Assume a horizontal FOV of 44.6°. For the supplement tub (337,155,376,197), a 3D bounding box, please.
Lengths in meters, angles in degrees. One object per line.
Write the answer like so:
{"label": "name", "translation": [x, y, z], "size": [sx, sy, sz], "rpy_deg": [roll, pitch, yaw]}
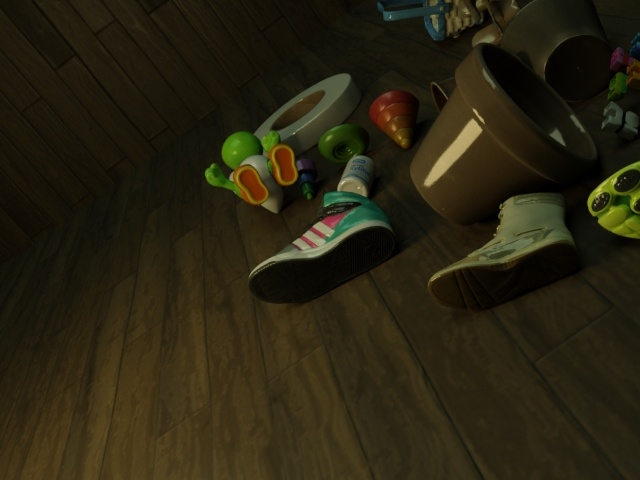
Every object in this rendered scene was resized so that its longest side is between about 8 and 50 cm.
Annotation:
{"label": "supplement tub", "translation": [0.081, -0.131, 1.707], "size": [0.071, 0.071, 0.107], "rpy_deg": [-24, 26, 29]}

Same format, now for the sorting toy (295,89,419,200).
{"label": "sorting toy", "translation": [0.087, -0.203, 1.848], "size": [0.366, 0.127, 0.126], "rpy_deg": [-31, 52, 23]}

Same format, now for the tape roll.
{"label": "tape roll", "translation": [-0.052, -0.369, 2.389], "size": [0.392, 0.072, 0.392], "rpy_deg": [-31, 23, 14]}

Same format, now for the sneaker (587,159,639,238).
{"label": "sneaker", "translation": [0.491, -0.094, 0.998], "size": [0.296, 0.109, 0.123], "rpy_deg": [-30, 0, 21]}

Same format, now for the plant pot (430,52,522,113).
{"label": "plant pot", "translation": [0.325, -0.268, 1.511], "size": [0.165, 0.166, 0.167], "rpy_deg": [-27, 22, 3]}

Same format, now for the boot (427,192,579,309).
{"label": "boot", "translation": [0.262, 0.011, 1.137], "size": [0.213, 0.077, 0.165], "rpy_deg": [-21, 27, 23]}

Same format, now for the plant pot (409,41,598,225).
{"label": "plant pot", "translation": [0.273, -0.150, 1.265], "size": [0.229, 0.263, 0.263], "rpy_deg": [-46, 14, 32]}

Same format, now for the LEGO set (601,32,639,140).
{"label": "LEGO set", "translation": [0.530, -0.252, 1.266], "size": [0.227, 0.093, 0.087], "rpy_deg": [-64, 3, -41]}

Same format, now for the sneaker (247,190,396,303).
{"label": "sneaker", "translation": [0.000, 0.000, 1.486], "size": [0.296, 0.123, 0.178], "rpy_deg": [-22, 30, 15]}

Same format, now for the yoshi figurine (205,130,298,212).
{"label": "yoshi figurine", "translation": [-0.180, -0.197, 1.982], "size": [0.362, 0.204, 0.202], "rpy_deg": [-162, 90, -74]}

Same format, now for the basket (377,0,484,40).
{"label": "basket", "translation": [0.313, -0.676, 2.231], "size": [0.289, 0.201, 0.254], "rpy_deg": [-3, 26, 2]}

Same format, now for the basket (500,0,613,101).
{"label": "basket", "translation": [0.463, -0.365, 1.497], "size": [0.204, 0.154, 0.226], "rpy_deg": [-31, 26, 18]}

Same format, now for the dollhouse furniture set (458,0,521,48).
{"label": "dollhouse furniture set", "translation": [0.287, -0.695, 1.938], "size": [0.257, 0.362, 0.394], "rpy_deg": [-26, 55, 22]}
